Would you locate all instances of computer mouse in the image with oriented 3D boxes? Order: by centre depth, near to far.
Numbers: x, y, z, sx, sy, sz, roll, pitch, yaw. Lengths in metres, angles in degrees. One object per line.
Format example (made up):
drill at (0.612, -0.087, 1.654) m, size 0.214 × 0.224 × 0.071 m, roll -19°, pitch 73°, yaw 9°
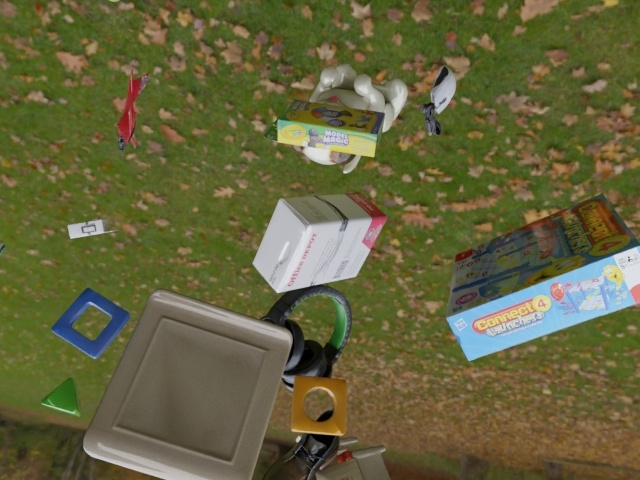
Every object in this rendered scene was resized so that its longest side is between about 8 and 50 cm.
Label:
computer mouse at (0.290, -0.345, 1.366) m, size 0.042 × 0.193 × 0.106 m, roll 7°, pitch 149°, yaw 30°

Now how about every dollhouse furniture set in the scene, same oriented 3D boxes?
dollhouse furniture set at (0.036, 0.460, 1.059) m, size 0.135 × 0.262 × 0.259 m, roll -12°, pitch 152°, yaw -21°

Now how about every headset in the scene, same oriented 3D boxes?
headset at (-0.091, 0.272, 1.405) m, size 0.185 × 0.394 × 0.243 m, roll 23°, pitch 162°, yaw 48°

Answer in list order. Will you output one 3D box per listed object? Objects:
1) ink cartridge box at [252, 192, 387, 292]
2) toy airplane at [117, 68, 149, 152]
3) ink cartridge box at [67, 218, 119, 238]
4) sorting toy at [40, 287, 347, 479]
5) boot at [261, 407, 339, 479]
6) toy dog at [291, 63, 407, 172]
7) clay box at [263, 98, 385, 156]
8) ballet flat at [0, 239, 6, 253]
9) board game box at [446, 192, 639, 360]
ink cartridge box at (0.000, 0.000, 1.181) m, size 0.237 × 0.100 × 0.172 m, roll -8°, pitch 133°, yaw -45°
toy airplane at (-0.314, -0.217, 0.947) m, size 0.028 × 0.151 × 0.151 m, roll 12°, pitch 157°, yaw -11°
ink cartridge box at (-0.450, -0.026, 1.138) m, size 0.083 × 0.028 × 0.048 m, roll -10°, pitch -174°, yaw -3°
sorting toy at (-0.142, 0.172, 0.656) m, size 0.348 × 0.196 × 0.047 m, roll 18°, pitch 153°, yaw -2°
boot at (-0.039, 0.374, 0.971) m, size 0.082 × 0.219 × 0.106 m, roll 29°, pitch 129°, yaw 23°
toy dog at (0.060, -0.396, 1.933) m, size 0.285 × 0.408 × 0.395 m, roll 29°, pitch 122°, yaw 12°
clay box at (0.009, -0.227, 1.132) m, size 0.222 × 0.127 × 0.053 m, roll 11°, pitch 123°, yaw 7°
ballet flat at (-0.658, 0.062, 1.082) m, size 0.052 × 0.168 × 0.057 m, roll 34°, pitch 135°, yaw -29°
board game box at (0.384, 0.053, 1.000) m, size 0.302 × 0.308 × 0.086 m, roll -26°, pitch 100°, yaw 22°
